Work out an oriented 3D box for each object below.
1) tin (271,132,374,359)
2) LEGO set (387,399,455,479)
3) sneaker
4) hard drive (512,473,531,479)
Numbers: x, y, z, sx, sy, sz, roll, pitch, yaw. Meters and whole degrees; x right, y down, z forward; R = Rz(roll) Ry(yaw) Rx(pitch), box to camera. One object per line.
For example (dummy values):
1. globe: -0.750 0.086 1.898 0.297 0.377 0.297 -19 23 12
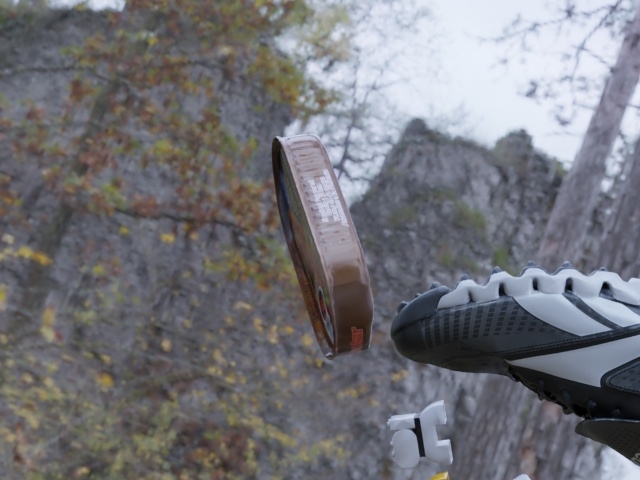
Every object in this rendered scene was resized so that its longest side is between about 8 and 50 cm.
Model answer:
1. tin: 0.000 0.000 0.792 0.040 0.189 0.106 -13 -35 -7
2. LEGO set: 0.080 0.269 0.947 0.093 0.227 0.087 -8 2 11
3. sneaker: 0.153 0.070 0.547 0.234 0.106 0.078 0 -20 7
4. hard drive: 0.297 0.403 1.086 0.318 0.040 0.210 57 1 5
